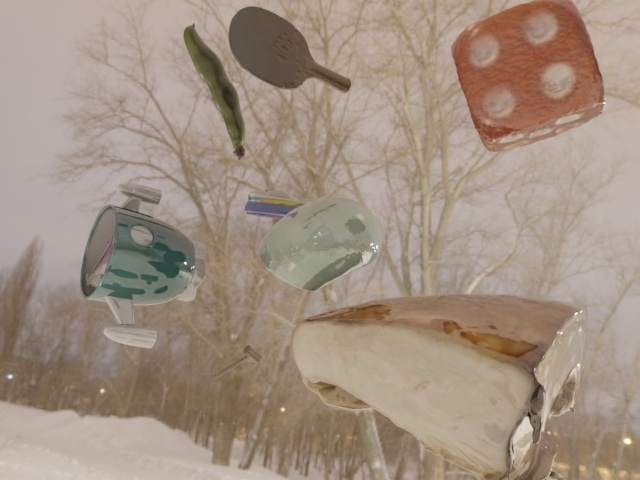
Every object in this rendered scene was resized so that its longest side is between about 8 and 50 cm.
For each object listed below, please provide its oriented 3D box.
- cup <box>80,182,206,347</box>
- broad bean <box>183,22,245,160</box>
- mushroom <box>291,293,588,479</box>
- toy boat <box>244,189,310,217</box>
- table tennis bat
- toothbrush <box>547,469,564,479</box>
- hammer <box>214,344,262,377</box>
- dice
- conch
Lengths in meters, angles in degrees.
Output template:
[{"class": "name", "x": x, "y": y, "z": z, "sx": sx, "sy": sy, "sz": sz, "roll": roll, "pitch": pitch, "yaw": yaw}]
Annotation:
[{"class": "cup", "x": -0.293, "y": 0.037, "z": 0.982, "sx": 0.173, "sy": 0.299, "sz": 0.167, "roll": 16, "pitch": -36, "yaw": -35}, {"class": "broad bean", "x": -0.206, "y": -0.310, "z": 1.205, "sx": 0.060, "sy": 0.297, "sz": 0.043, "roll": -25, "pitch": 2, "yaw": -22}, {"class": "mushroom", "x": 0.169, "y": 0.158, "z": 0.872, "sx": 0.397, "sy": 0.224, "sz": 0.314, "roll": 11, "pitch": 27, "yaw": 34}, {"class": "toy boat", "x": -0.084, "y": -0.107, "z": 1.829, "sx": 0.295, "sy": 0.088, "sz": 0.129, "roll": 7, "pitch": -6, "yaw": -1}, {"class": "table tennis bat", "x": -0.047, "y": -0.302, "z": 0.969, "sx": 0.234, "sy": 0.131, "sz": 0.022, "roll": 18, "pitch": -22, "yaw": -30}, {"class": "toothbrush", "x": 0.376, "y": 0.415, "z": 1.130, "sx": 0.342, "sy": 0.025, "sz": 0.030, "roll": 35, "pitch": -20, "yaw": -29}, {"class": "hammer", "x": -0.165, "y": 0.242, "z": 1.127, "sx": 0.110, "sy": 0.019, "sz": 0.035, "roll": -35, "pitch": -60, "yaw": 20}, {"class": "dice", "x": 0.302, "y": -0.238, "z": 0.851, "sx": 0.179, "sy": 0.174, "sz": 0.175, "roll": -19, "pitch": -7, "yaw": 24}, {"class": "conch", "x": 0.000, "y": -0.006, "z": 0.948, "sx": 0.185, "sy": 0.121, "sz": 0.221, "roll": 3, "pitch": 21, "yaw": 32}]
